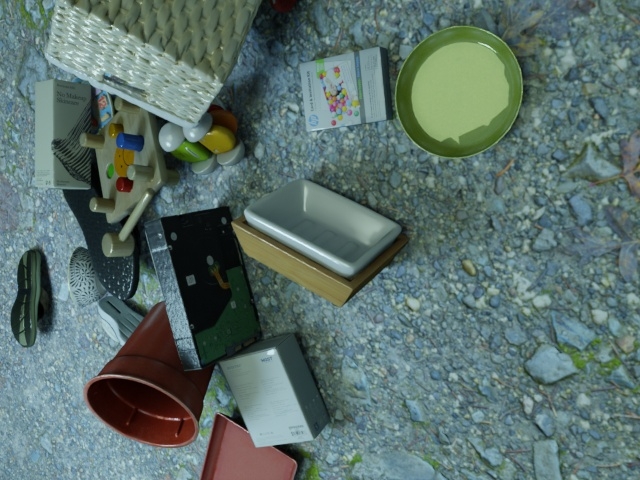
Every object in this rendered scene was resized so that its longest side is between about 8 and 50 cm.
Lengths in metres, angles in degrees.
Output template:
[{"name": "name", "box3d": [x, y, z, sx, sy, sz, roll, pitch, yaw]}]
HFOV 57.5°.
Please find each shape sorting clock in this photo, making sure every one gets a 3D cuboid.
[{"name": "shape sorting clock", "box3d": [-0.631, -0.345, 1.582, 0.206, 0.040, 0.206, 6, 101, 29]}]

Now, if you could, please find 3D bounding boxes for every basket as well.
[{"name": "basket", "box3d": [-0.304, -0.445, 1.114, 0.266, 0.329, 0.331, -12, 56, 66]}]

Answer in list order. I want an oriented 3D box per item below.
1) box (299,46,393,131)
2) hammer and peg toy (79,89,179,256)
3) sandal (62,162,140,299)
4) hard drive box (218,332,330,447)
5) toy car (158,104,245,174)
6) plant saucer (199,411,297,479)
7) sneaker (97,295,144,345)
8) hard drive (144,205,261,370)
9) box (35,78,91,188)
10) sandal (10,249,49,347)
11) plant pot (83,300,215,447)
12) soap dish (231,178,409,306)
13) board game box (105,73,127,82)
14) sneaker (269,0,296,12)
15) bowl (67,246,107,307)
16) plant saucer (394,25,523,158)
[{"name": "box", "box3d": [0.051, -0.308, 1.205, 0.186, 0.038, 0.145, -1, 98, 31]}, {"name": "hammer and peg toy", "box3d": [-0.450, -0.154, 1.410, 0.266, 0.127, 0.361, -29, 69, 37]}, {"name": "sandal", "box3d": [-0.565, -0.044, 1.578, 0.167, 0.107, 0.445, -45, 64, 29]}, {"name": "hard drive box", "box3d": [-0.109, 0.354, 1.374, 0.181, 0.089, 0.232, -19, 97, 30]}, {"name": "toy car", "box3d": [-0.269, -0.247, 1.352, 0.182, 0.159, 0.136, -13, 58, 31]}, {"name": "plant saucer", "box3d": [-0.183, 0.597, 1.499, 0.259, 0.048, 0.258, 24, 109, 24]}, {"name": "sneaker", "box3d": [-0.522, 0.249, 1.599, 0.258, 0.094, 0.091, 36, 138, 37]}, {"name": "hard drive", "box3d": [-0.262, 0.101, 1.343, 0.064, 0.237, 0.338, -14, 93, 31]}, {"name": "box", "box3d": [-0.668, -0.271, 1.518, 0.094, 0.113, 0.274, 5, 97, 38]}, {"name": "sandal", "box3d": [-0.881, 0.181, 1.802, 0.120, 0.086, 0.302, 3, 86, 35]}, {"name": "plant pot", "box3d": [-0.369, 0.302, 1.389, 0.273, 0.265, 0.272, 8, 131, 10]}, {"name": "soap dish", "box3d": [0.000, 0.000, 1.193, 0.291, 0.229, 0.118, 28, 128, 22]}, {"name": "board game box", "box3d": [-0.436, -0.558, 1.374, 0.232, 0.141, 0.290, -25, 87, 31]}, {"name": "sneaker", "box3d": [-0.115, -0.585, 1.237, 0.128, 0.087, 0.221, 0, 91, 41]}, {"name": "bowl", "box3d": [-0.622, 0.100, 1.612, 0.080, 0.170, 0.169, -1, 100, 1]}, {"name": "plant saucer", "box3d": [0.258, -0.275, 1.095, 0.241, 0.037, 0.240, 6, 103, 29]}]
